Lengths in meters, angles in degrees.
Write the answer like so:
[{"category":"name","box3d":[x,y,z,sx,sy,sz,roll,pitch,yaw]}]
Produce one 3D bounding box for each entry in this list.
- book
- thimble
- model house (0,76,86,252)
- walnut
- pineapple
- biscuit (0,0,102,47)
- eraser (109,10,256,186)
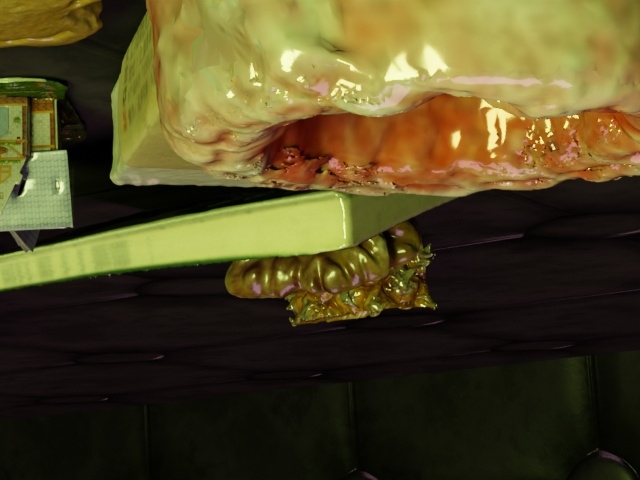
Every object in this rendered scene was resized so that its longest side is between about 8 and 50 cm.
[{"category":"book","box3d":[-0.070,-0.017,1.278,0.371,0.043,0.260,-9,-173,33]},{"category":"thimble","box3d":[0.046,-0.110,0.653,0.239,0.162,0.239,-1,172,0]},{"category":"model house","box3d":[-0.217,-0.045,1.116,0.117,0.088,0.167,-3,170,-5]},{"category":"walnut","box3d":[0.000,0.000,1.415,0.170,0.069,0.143,-12,-164,9]},{"category":"pineapple","box3d":[0.020,0.051,1.761,0.135,0.080,0.233,3,168,-22]},{"category":"biscuit","box3d":[-0.194,-0.131,0.798,0.184,0.035,0.249,-4,169,3]},{"category":"eraser","box3d":[-0.029,-0.096,0.926,0.144,0.078,0.343,0,169,-14]}]
